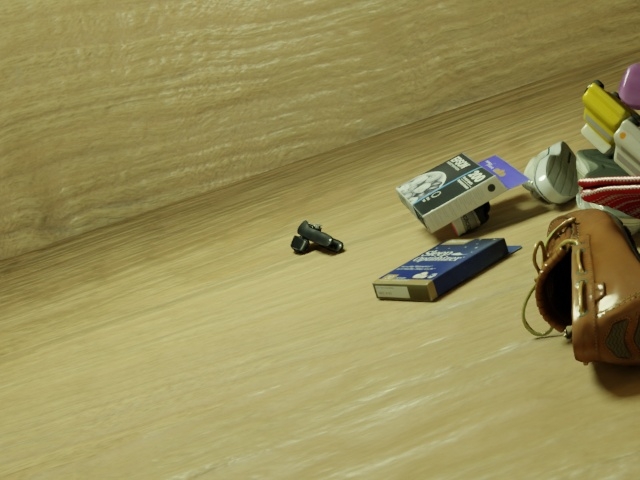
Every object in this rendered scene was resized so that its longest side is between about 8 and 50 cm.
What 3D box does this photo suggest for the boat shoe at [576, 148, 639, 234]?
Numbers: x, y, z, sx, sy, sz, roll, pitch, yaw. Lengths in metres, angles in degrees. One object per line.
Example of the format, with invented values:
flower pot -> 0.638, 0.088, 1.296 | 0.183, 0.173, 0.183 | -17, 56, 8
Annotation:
boat shoe -> 0.467, -0.065, 1.775 | 0.118, 0.103, 0.320 | 1, 20, 2

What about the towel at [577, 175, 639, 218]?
towel -> 0.477, -0.028, 1.359 | 0.275, 0.031, 0.199 | 19, -10, -34

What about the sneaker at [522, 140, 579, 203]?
sneaker -> 0.425, -0.111, 2.062 | 0.091, 0.094, 0.258 | -36, 2, 25

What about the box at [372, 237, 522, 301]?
box -> 0.210, 0.039, 1.813 | 0.225, 0.036, 0.136 | -26, 14, -34

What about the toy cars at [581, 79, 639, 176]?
toy cars -> 0.480, -0.151, 1.725 | 0.087, 0.176, 0.393 | -51, 14, 18

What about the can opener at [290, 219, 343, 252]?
can opener -> 0.000, 0.000, 2.273 | 0.059, 0.073, 0.186 | 19, -3, -28

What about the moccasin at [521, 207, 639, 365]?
moccasin -> 0.323, 0.058, 1.370 | 0.147, 0.139, 0.380 | -9, 23, 5

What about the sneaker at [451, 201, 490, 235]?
sneaker -> 0.283, -0.061, 2.072 | 0.075, 0.063, 0.170 | -16, 18, 14

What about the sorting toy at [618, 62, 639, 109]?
sorting toy -> 0.616, -0.156, 1.633 | 0.365, 0.127, 0.126 | 28, 4, 21

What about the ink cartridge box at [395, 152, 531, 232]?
ink cartridge box -> 0.260, -0.105, 2.050 | 0.208, 0.045, 0.206 | -27, 20, -2
